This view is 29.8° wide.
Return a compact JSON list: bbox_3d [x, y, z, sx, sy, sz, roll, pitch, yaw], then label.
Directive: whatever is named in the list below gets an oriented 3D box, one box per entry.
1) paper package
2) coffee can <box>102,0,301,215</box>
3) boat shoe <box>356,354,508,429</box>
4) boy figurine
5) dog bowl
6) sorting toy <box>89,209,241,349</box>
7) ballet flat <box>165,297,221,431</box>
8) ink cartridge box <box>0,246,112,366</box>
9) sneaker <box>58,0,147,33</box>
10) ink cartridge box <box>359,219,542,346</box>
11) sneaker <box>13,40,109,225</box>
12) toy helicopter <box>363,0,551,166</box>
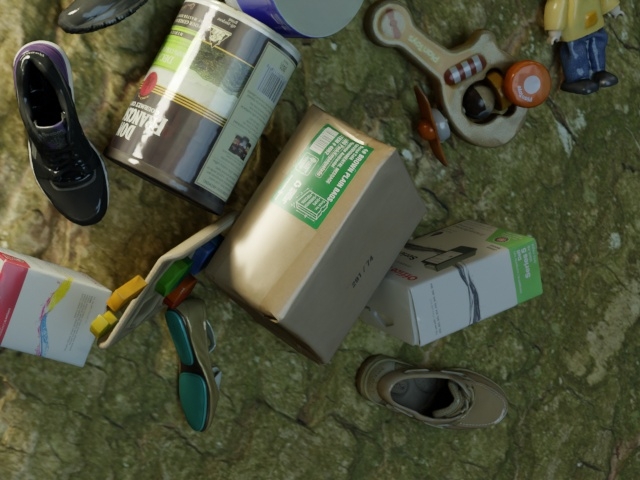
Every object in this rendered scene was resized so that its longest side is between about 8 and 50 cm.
[{"bbox_3d":[0.000,0.000,1.923,0.325,0.168,0.309,-56,159,-7],"label":"paper package"},{"bbox_3d":[-0.178,-0.204,1.831,0.201,0.201,0.275,30,85,-32],"label":"coffee can"},{"bbox_3d":[0.228,0.299,2.237,0.341,0.110,0.122,14,94,-32],"label":"boat shoe"},{"bbox_3d":[0.492,-0.424,2.237,0.177,0.092,0.285,-18,113,-23],"label":"boy figurine"},{"bbox_3d":[-0.036,-0.447,1.868,0.265,0.104,0.265,-15,110,-47],"label":"dog bowl"},{"bbox_3d":[-0.242,0.079,1.789,0.041,0.229,0.307,44,31,4],"label":"sorting toy"},{"bbox_3d":[-0.197,0.204,1.991,0.073,0.080,0.232,-25,115,-40],"label":"ballet flat"},{"bbox_3d":[-0.427,0.096,1.797,0.176,0.128,0.127,20,91,-32],"label":"ink cartridge box"},{"bbox_3d":[-0.289,-0.412,1.788,0.286,0.109,0.130,-45,113,-25],"label":"sneaker"},{"bbox_3d":[0.220,0.069,2.127,0.273,0.198,0.115,-20,110,-26],"label":"ink cartridge box"},{"bbox_3d":[-0.388,-0.143,1.754,0.107,0.124,0.283,-17,108,-2],"label":"sneaker"},{"bbox_3d":[0.211,-0.284,2.106,0.355,0.140,0.235,34,92,-21],"label":"toy helicopter"}]
